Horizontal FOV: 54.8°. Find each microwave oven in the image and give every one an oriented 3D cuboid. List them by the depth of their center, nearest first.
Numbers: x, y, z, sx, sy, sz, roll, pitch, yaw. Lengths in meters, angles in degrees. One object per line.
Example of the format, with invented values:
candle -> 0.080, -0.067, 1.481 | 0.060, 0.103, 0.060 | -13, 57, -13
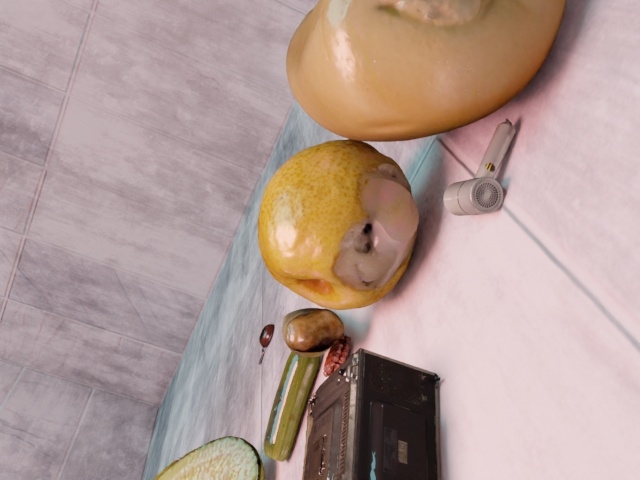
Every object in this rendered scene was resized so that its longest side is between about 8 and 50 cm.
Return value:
microwave oven -> 0.051, 0.257, 0.729 | 0.205, 0.129, 0.163 | -84, 19, -44

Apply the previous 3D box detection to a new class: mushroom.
mushroom -> -0.020, 0.162, 1.123 | 0.312, 0.100, 0.081 | 138, 125, -84

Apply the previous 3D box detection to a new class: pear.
pear -> 0.028, -0.028, 0.983 | 0.271, 0.271, 0.271 | -159, 90, -76

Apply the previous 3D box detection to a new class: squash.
squash -> -0.056, 0.309, 1.192 | 0.066, 0.066, 0.228 | 160, 129, -72
squash -> -0.236, 0.535, 1.243 | 0.233, 0.210, 0.309 | -103, 30, -46

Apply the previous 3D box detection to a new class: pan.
pan -> -0.157, 0.281, 1.688 | 0.068, 0.023, 0.115 | -27, 43, 68

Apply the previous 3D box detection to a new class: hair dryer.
hair dryer -> 0.216, -0.097, 0.809 | 0.137, 0.047, 0.082 | -64, 13, -5

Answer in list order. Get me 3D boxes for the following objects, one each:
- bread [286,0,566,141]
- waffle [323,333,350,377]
bread -> 0.135, -0.276, 0.878 | 0.348, 0.253, 0.376 | -25, 9, -12
waffle -> 0.027, 0.206, 1.091 | 0.075, 0.029, 0.083 | -74, 10, -64
